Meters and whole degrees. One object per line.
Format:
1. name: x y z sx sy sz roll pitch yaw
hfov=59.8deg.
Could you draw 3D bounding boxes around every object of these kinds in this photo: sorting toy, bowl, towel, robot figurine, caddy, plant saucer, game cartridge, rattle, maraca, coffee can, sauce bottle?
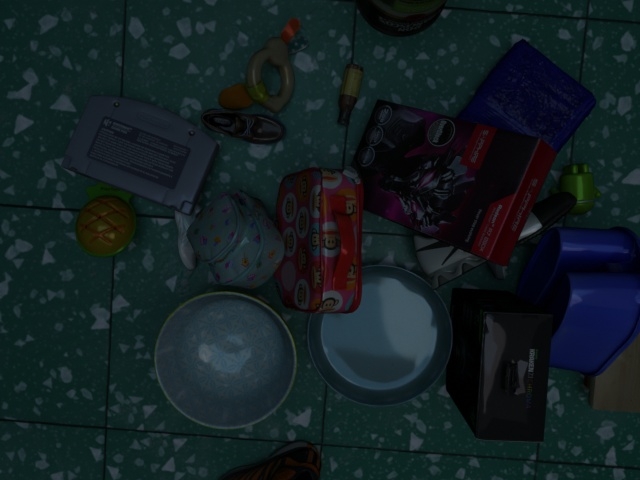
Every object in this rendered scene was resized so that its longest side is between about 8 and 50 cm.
1. sorting toy: 0.716 0.239 1.222 0.256 0.089 0.256 3 94 0
2. bowl: -0.191 0.235 1.193 0.290 0.156 0.289 0 95 0
3. towel: 0.415 -0.243 1.174 0.228 0.076 0.308 38 88 -4
4. robot figurine: 0.555 -0.108 1.204 0.101 0.067 0.115 -7 95 -7
5. caddy: 0.521 0.120 1.102 0.179 0.341 0.241 7 52 2
6. plant saucer: 0.131 0.209 1.239 0.318 0.044 0.317 0 95 4
7. game cartridge: -0.378 -0.193 1.192 0.295 0.060 0.195 21 87 1
8. rattle: -0.122 -0.375 1.205 0.130 0.143 0.199 19 78 -33
9. maraca: -0.462 -0.051 1.204 0.127 0.099 0.185 2 70 -8
10. coffee can: 0.172 -0.531 1.067 0.202 0.275 0.201 0 95 1
11. sauce bottle: 0.061 -0.314 1.204 0.042 0.042 0.128 14 96 -1

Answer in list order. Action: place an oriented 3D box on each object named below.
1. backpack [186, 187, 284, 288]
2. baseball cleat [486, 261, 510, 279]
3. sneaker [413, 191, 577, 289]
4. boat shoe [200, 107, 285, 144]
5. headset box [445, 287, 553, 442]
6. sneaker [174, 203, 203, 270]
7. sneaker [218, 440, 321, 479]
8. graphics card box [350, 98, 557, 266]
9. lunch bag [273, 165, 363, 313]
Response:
1. backpack: -0.171 0.003 1.142 0.166 0.144 0.188 -44 62 15
2. baseball cleat: 0.336 -0.003 1.221 0.110 0.072 0.205 -18 85 8
3. sneaker: 0.337 -0.036 1.120 0.331 0.122 0.146 -29 81 16
4. boat shoe: -0.168 -0.243 1.195 0.183 0.066 0.066 7 102 2
5. headset box: 0.354 0.241 1.128 0.131 0.283 0.246 2 96 0
6. sneaker: -0.283 -0.010 1.225 0.061 0.053 0.152 -5 94 -2
7. sneaker: -0.143 0.567 1.209 0.321 0.180 0.124 -37 93 3
8. graphics card box: 0.229 -0.124 1.091 0.371 0.094 0.232 27 97 39
9. lunch bag: 0.000 0.000 1.109 0.120 0.258 0.292 2 88 -25
